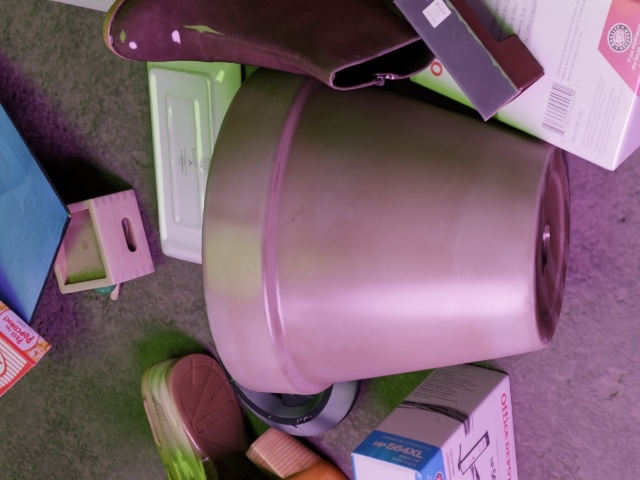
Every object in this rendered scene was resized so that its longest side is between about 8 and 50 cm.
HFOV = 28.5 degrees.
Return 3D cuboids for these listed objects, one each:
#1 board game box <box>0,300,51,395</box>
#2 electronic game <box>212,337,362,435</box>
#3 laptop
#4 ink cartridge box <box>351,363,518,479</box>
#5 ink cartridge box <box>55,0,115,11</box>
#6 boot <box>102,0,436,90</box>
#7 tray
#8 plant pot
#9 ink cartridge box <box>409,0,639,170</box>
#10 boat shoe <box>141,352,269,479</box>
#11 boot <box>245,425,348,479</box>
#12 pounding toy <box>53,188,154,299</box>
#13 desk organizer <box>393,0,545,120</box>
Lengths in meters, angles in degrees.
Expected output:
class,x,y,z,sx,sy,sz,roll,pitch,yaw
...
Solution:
class,x,y,z,sx,sy,sz,roll,pitch,yaw
board game box,-0.481,0.120,1.735,0.193,0.045,0.147,43,137,-8
electronic game,-0.044,0.126,1.508,0.229,0.048,0.229,16,115,36
laptop,-0.559,-0.059,1.672,0.408,0.236,0.382,13,140,-18
ink cartridge box,0.125,0.240,1.326,0.086,0.203,0.148,9,119,34
ink cartridge box,-0.281,-0.376,1.412,0.296,0.066,0.261,17,149,32
boot,-0.045,-0.185,1.112,0.207,0.248,0.090,41,140,48
tray,-0.149,-0.092,1.465,0.145,0.030,0.270,13,115,34
plant pot,0.080,-0.006,1.185,0.281,0.323,0.323,3,116,20
ink cartridge box,0.197,-0.182,1.106,0.218,0.092,0.158,27,128,24
boat shoe,-0.139,0.312,1.654,0.110,0.122,0.341,-15,94,48
boot,-0.073,0.383,1.518,0.211,0.295,0.104,45,161,9
pounding toy,-0.279,0.014,1.622,0.130,0.100,0.141,-10,96,42
desk organizer,0.127,-0.172,1.069,0.130,0.050,0.047,53,136,4
